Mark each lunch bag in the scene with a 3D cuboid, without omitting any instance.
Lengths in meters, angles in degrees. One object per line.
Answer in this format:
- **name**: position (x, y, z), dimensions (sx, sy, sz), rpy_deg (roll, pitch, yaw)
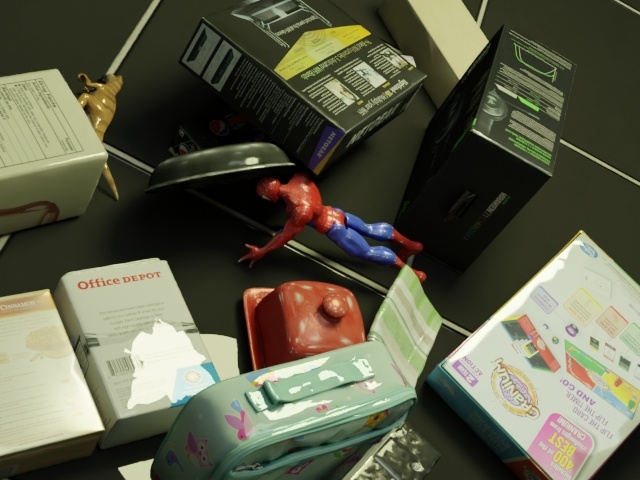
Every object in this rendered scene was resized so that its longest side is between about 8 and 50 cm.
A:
- **lunch bag**: position (-0.040, 0.216, 1.293), dimensions (0.279, 0.224, 0.108), rpy_deg (-13, 62, -37)

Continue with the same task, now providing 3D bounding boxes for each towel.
- **towel**: position (0.115, 0.119, 1.558), dimensions (0.113, 0.023, 0.152), rpy_deg (59, 40, -26)

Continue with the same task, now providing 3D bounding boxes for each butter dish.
- **butter dish**: position (-0.002, 0.108, 1.474), dimensions (0.160, 0.118, 0.160), rpy_deg (7, 53, -24)

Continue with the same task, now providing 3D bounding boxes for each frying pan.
- **frying pan**: position (-0.078, -0.100, 1.549), dimensions (0.326, 0.197, 0.053), rpy_deg (-11, 91, -34)

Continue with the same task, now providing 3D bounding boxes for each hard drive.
- **hard drive**: position (-0.033, 0.346, 1.185), dimensions (0.064, 0.237, 0.339), rpy_deg (42, 47, 7)

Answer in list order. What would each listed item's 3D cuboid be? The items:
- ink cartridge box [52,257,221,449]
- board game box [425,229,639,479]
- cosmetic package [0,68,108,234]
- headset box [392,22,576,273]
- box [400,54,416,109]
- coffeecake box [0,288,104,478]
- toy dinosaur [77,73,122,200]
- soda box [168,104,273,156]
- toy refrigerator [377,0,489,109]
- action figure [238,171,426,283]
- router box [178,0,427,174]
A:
- **ink cartridge box**: position (-0.216, 0.127, 1.363), dimensions (0.139, 0.082, 0.191), rpy_deg (-9, 59, -35)
- **board game box**: position (0.334, 0.169, 1.592), dimensions (0.316, 0.064, 0.242), rpy_deg (-38, 78, -26)
- **cosmetic package**: position (-0.424, -0.089, 1.387), dimensions (0.296, 0.129, 0.153), rpy_deg (-15, 62, -36)
- **headset box**: position (0.235, -0.126, 1.706), dimensions (0.131, 0.246, 0.283), rpy_deg (29, 47, -7)
- **box**: position (-0.001, -0.261, 1.805), dimensions (0.324, 0.067, 0.063), rpy_deg (5, 52, -27)
- **coffeecake box**: position (-0.338, 0.156, 1.281), dimensions (0.142, 0.068, 0.185), rpy_deg (-10, 60, -34)
- **toy dinosaur**: position (-0.301, -0.166, 1.563), dimensions (0.112, 0.064, 0.211), rpy_deg (17, 49, -19)
- **soda box**: position (-0.129, -0.151, 1.653), dimensions (0.169, 0.053, 0.060), rpy_deg (-28, 71, -42)
- **toy refrigerator**: position (0.208, -0.312, 1.947), dimensions (0.102, 0.094, 0.269), rpy_deg (-15, 63, -29)
- **action figure**: position (0.000, 0.000, 1.594), dimensions (0.280, 0.139, 0.091), rpy_deg (32, 39, -35)
- **router box**: position (-0.015, -0.237, 1.629), dimensions (0.243, 0.081, 0.309), rpy_deg (39, 32, 7)
